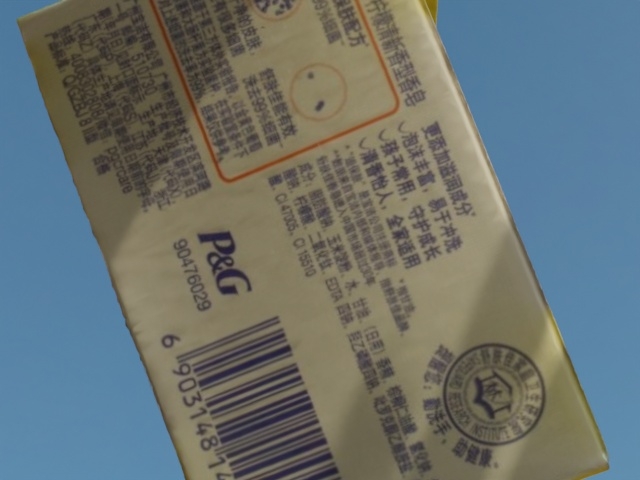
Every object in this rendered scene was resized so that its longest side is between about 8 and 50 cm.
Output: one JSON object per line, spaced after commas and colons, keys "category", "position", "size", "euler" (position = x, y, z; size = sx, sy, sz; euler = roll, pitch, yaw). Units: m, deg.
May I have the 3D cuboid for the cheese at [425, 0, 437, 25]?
{"category": "cheese", "position": [0.046, -0.189, 0.909], "size": [0.126, 0.171, 0.093], "euler": [2, -93, 12]}

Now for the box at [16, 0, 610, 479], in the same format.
{"category": "box", "position": [0.000, 0.000, 0.479], "size": [0.168, 0.097, 0.265], "euler": [-23, -94, 5]}
